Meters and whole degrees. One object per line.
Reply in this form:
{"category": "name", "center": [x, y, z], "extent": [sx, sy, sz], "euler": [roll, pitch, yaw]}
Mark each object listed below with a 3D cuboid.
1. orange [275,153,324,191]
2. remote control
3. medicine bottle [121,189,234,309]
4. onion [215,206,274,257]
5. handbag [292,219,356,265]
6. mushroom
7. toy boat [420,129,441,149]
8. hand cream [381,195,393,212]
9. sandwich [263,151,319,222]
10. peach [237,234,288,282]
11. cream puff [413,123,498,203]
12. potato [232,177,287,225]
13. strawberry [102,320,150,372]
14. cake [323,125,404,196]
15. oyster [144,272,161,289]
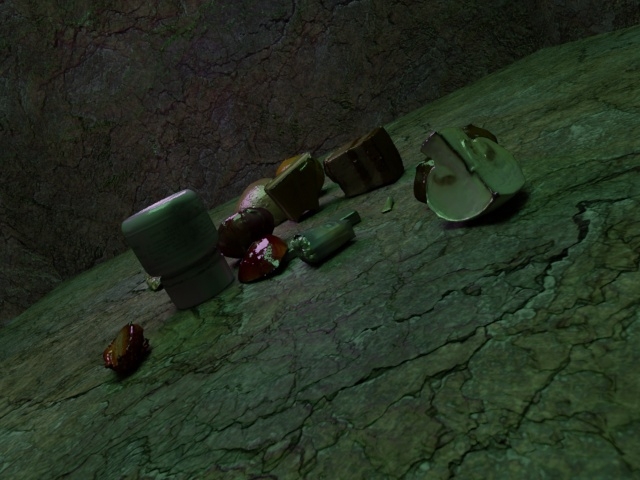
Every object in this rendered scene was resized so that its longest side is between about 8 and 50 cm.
{"category": "orange", "center": [-0.096, -0.284, 2.301], "extent": [0.236, 0.236, 0.236], "euler": [-24, 15, 7]}
{"category": "remote control", "center": [-0.011, -0.015, 1.583], "extent": [0.285, 0.038, 0.123], "euler": [-32, 14, -11]}
{"category": "medicine bottle", "center": [-0.438, 0.028, 1.582], "extent": [0.256, 0.325, 0.256], "euler": [-26, 14, 7]}
{"category": "onion", "center": [-0.252, -0.011, 1.768], "extent": [0.230, 0.163, 0.230], "euler": [-35, -25, -19]}
{"category": "handbag", "center": [0.000, 0.000, 1.391], "extent": [0.173, 0.095, 0.117], "euler": [-31, 12, -30]}
{"category": "mushroom", "center": [0.348, -0.141, 1.172], "extent": [0.173, 0.236, 0.162], "euler": [-9, -35, -35]}
{"category": "toy boat", "center": [0.520, -0.383, 1.897], "extent": [0.206, 0.096, 0.282], "euler": [-4, 13, 41]}
{"category": "hand cream", "center": [0.211, -0.111, 1.563], "extent": [0.035, 0.022, 0.102], "euler": [-19, 22, 25]}
{"category": "sandwich", "center": [-0.075, -0.203, 2.003], "extent": [0.227, 0.198, 0.155], "euler": [-43, 19, -7]}
{"category": "peach", "center": [-0.188, 0.050, 1.541], "extent": [0.189, 0.068, 0.279], "euler": [-47, 16, -14]}
{"category": "cream puff", "center": [0.376, -0.200, 1.344], "extent": [0.241, 0.155, 0.269], "euler": [-20, 21, 41]}
{"category": "potato", "center": [-0.256, -0.144, 2.131], "extent": [0.264, 0.189, 0.211], "euler": [-37, 18, -36]}
{"category": "strawberry", "center": [-0.501, 0.290, 1.294], "extent": [0.121, 0.082, 0.188], "euler": [-46, 25, 1]}
{"category": "cake", "center": [0.151, -0.286, 1.945], "extent": [0.293, 0.199, 0.196], "euler": [-23, 19, 30]}
{"category": "oyster", "center": [-0.677, 0.164, 2.042], "extent": [0.200, 0.061, 0.106], "euler": [-15, 19, 37]}
